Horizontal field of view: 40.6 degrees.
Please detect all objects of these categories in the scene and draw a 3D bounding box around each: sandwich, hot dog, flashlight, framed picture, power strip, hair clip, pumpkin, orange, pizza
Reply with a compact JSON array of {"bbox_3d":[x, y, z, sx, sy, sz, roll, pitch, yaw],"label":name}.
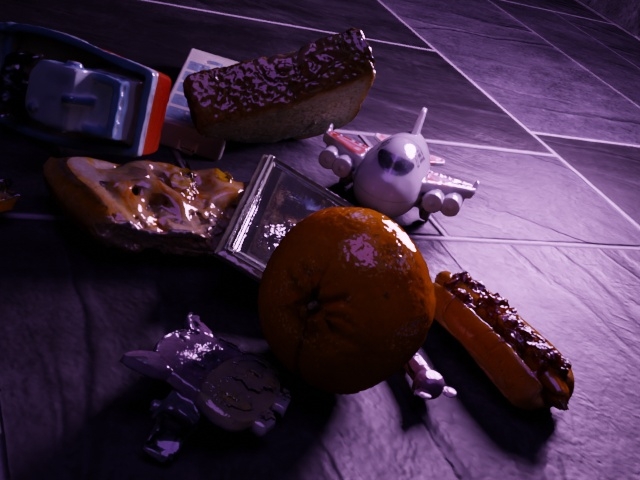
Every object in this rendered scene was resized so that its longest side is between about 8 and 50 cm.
[{"bbox_3d":[-0.069,-0.208,1.315,0.288,0.254,0.100,-19,86,-16],"label":"sandwich"},{"bbox_3d":[0.218,0.114,1.035,0.102,0.076,0.249,2,33,-35],"label":"hot dog"},{"bbox_3d":[0.106,0.144,0.964,0.052,0.031,0.110,1,29,-26],"label":"flashlight"},{"bbox_3d":[0.000,0.000,1.099,0.232,0.019,0.296,31,28,-9],"label":"framed picture"},{"bbox_3d":[-0.189,-0.233,1.411,0.106,0.043,0.367,16,29,-8],"label":"power strip"},{"bbox_3d":[-0.106,0.139,0.820,0.146,0.056,0.187,32,28,8],"label":"hair clip"},{"bbox_3d":[-0.393,-0.047,0.984,0.101,0.035,0.073,-7,27,-33],"label":"pumpkin"},{"bbox_3d":[0.022,0.061,0.886,0.193,0.193,0.161,37,27,29],"label":"orange"},{"bbox_3d":[-0.180,-0.048,1.073,0.296,0.071,0.189,5,28,-36],"label":"pizza"}]

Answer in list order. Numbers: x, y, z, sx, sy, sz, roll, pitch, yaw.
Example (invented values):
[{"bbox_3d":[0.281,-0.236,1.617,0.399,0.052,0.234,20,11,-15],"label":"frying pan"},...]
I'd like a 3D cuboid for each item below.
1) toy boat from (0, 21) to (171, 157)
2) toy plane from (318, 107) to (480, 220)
[{"bbox_3d":[-0.364,-0.203,1.132,0.331,0.145,0.133,19,12,24],"label":"toy boat"},{"bbox_3d":[0.119,-0.115,1.327,0.252,0.118,0.252,13,32,-8],"label":"toy plane"}]
